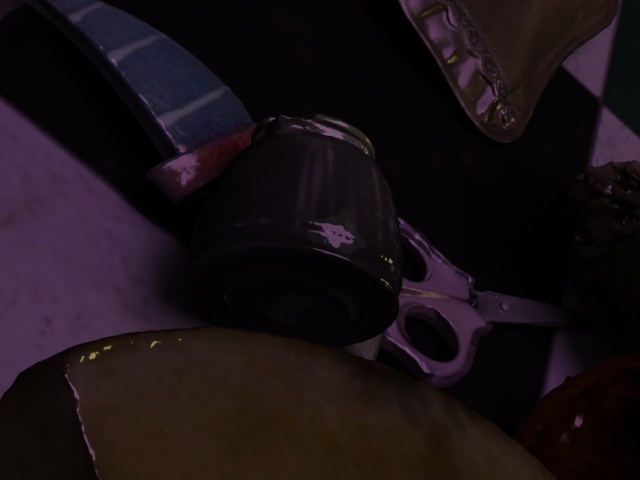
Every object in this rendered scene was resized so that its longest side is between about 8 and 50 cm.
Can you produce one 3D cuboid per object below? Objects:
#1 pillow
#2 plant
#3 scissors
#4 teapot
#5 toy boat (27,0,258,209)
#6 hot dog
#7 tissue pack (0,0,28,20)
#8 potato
[{"bbox_3d":[0.117,-0.150,1.014,0.130,0.033,0.217,57,42,-11],"label":"pillow"},{"bbox_3d":[0.200,-0.011,0.934,0.116,0.122,0.104,44,26,0],"label":"plant"},{"bbox_3d":[0.088,0.035,0.861,0.189,0.015,0.100,8,52,-44],"label":"scissors"},{"bbox_3d":[-0.009,-0.002,0.736,0.092,0.124,0.091,10,61,-1],"label":"teapot"},{"bbox_3d":[-0.077,-0.076,0.765,0.122,0.034,0.096,53,32,4],"label":"toy boat"},{"bbox_3d":[0.158,0.159,0.762,0.160,0.099,0.227,24,44,-32],"label":"hot dog"},{"bbox_3d":[-0.213,-0.276,0.717,0.259,0.122,0.361,30,40,-30],"label":"tissue pack"},{"bbox_3d":[0.013,0.163,0.604,0.255,0.112,0.269,-6,68,-52],"label":"potato"}]
